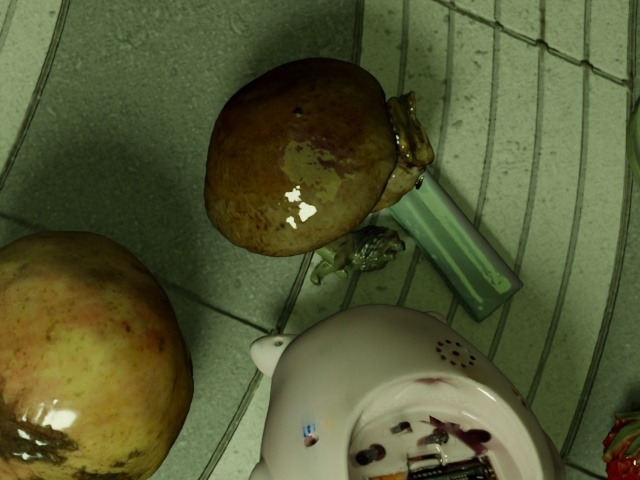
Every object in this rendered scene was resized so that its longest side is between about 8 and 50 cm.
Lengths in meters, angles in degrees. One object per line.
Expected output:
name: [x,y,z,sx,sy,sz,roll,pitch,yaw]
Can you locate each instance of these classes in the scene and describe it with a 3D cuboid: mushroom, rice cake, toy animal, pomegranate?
mushroom: [-0.005,-0.112,1.408,0.283,0.263,0.195,-11,127,-12]
rice cake: [0.165,-0.003,1.499,0.080,0.042,0.222,-38,86,-8]
toy animal: [-0.004,0.015,1.471,0.219,0.069,0.086,7,63,-8]
pomegranate: [-0.283,0.142,1.298,0.322,0.322,0.322,1,82,-5]

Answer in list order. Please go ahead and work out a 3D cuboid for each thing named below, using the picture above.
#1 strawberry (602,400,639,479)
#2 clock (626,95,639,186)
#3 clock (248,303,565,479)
strawberry: [0.468,0.311,1.421,0.205,0.205,0.244,-30,105,-9]
clock: [0.527,-0.132,1.557,0.235,0.029,0.235,1,82,-5]
clock: [0.087,0.239,1.313,0.368,0.250,0.377,-7,54,-17]
